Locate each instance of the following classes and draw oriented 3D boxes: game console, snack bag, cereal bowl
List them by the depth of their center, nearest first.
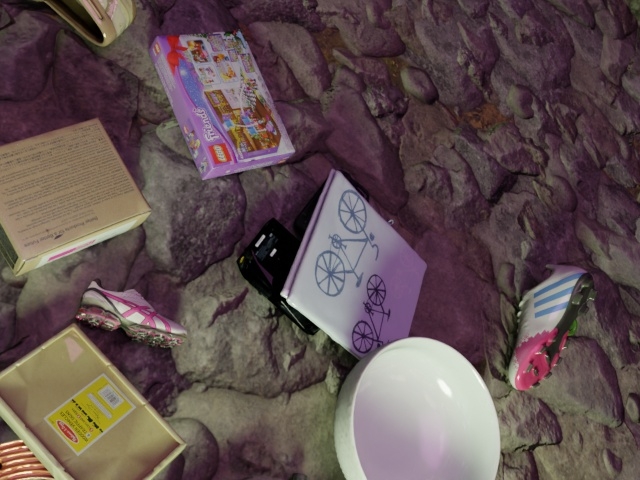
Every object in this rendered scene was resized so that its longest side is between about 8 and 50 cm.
[{"bbox_3d":[0.161,0.354,1.346,0.338,0.141,0.339,11,67,-28],"label":"cereal bowl"},{"bbox_3d":[0.085,0.076,1.456,0.342,0.037,0.323,42,50,-31],"label":"snack bag"},{"bbox_3d":[0.000,0.000,1.476,0.213,0.044,0.361,44,53,-10],"label":"game console"}]

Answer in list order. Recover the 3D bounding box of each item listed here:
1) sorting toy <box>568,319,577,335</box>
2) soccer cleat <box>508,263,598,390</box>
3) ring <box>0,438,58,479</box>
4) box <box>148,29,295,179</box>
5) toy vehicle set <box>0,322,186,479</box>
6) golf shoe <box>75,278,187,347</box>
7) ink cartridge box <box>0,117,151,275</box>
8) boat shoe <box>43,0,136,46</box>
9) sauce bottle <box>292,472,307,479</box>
[{"bbox_3d":[0.582,0.180,1.768,0.061,0.042,0.102,-32,100,-23],"label":"sorting toy"},{"bbox_3d":[0.502,0.193,1.676,0.331,0.143,0.116,-51,132,-18],"label":"soccer cleat"},{"bbox_3d":[-0.399,0.441,1.002,0.336,0.032,0.337,11,57,-18],"label":"ring"},{"bbox_3d":[-0.197,-0.279,1.467,0.200,0.057,0.293,-16,78,-37],"label":"box"},{"bbox_3d":[-0.350,0.268,1.092,0.267,0.035,0.166,45,48,9],"label":"toy vehicle set"},{"bbox_3d":[-0.304,0.121,1.212,0.186,0.067,0.086,23,57,-22],"label":"golf shoe"},{"bbox_3d":[-0.433,-0.076,1.207,0.234,0.088,0.193,-27,86,-38],"label":"ink cartridge box"},{"bbox_3d":[-0.501,-0.499,1.335,0.341,0.121,0.110,38,53,-14],"label":"boat shoe"},{"bbox_3d":[-0.046,0.461,1.236,0.042,0.042,0.128,25,60,-21],"label":"sauce bottle"}]
